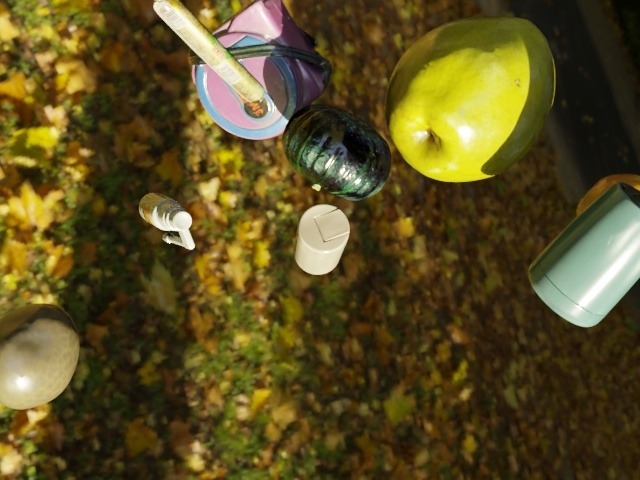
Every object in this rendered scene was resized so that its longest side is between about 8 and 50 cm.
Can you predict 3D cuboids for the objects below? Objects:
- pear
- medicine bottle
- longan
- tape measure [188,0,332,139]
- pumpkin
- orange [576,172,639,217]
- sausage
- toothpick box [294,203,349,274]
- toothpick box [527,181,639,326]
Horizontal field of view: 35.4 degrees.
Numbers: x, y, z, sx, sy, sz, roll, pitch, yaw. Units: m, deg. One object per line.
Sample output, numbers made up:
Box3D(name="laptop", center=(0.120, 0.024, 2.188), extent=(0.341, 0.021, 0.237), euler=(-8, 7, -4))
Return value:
Box3D(name="pear", center=(0.237, -0.225, 1.552), extent=(0.307, 0.253, 0.252), euler=(-49, 121, -33))
Box3D(name="medicine bottle", center=(-0.289, -0.036, 1.912), extent=(0.221, 0.061, 0.092), euler=(20, -50, 66))
Box3D(name="longan", center=(-0.560, 0.221, 1.929), extent=(0.198, 0.198, 0.212), euler=(47, 51, -44))
Box3D(name="tape measure", center=(-0.107, -0.313, 1.841), extent=(0.231, 0.245, 0.149), euler=(54, 28, -18))
Box3D(name="pumpkin", center=(0.026, -0.147, 1.696), extent=(0.202, 0.140, 0.202), euler=(30, 15, -9))
Box3D(name="orange", center=(0.522, -0.054, 1.806), extent=(0.112, 0.160, 0.170), euler=(27, 22, -12))
Box3D(name="sausage", center=(-0.138, -0.243, 1.291), extent=(0.269, 0.033, 0.032), euler=(40, 39, -57))
Box3D(name="toothpick box", center=(0.000, 0.000, 2.179), extent=(0.180, 0.111, 0.111), euler=(106, -26, -71))
Box3D(name="toothpick box", center=(0.376, 0.016, 1.334), extent=(0.120, 0.184, 0.120), euler=(31, 26, -17))
